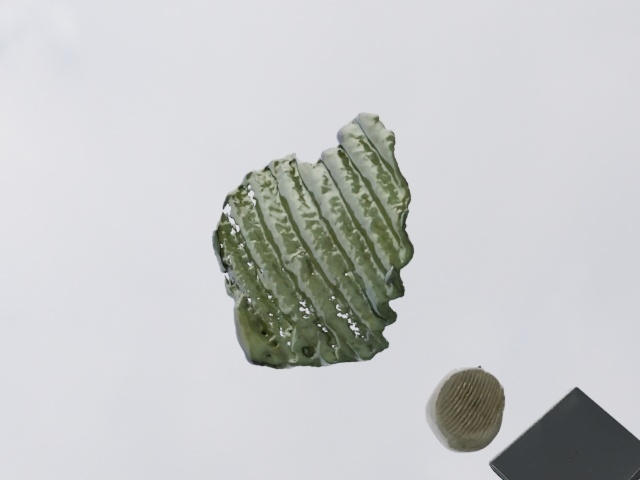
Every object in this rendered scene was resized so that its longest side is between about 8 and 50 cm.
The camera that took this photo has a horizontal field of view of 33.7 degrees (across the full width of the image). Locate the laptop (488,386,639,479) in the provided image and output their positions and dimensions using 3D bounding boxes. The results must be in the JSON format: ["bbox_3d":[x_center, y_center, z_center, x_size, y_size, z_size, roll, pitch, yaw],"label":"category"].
[{"bbox_3d":[0.288,0.251,1.200,0.180,0.129,0.016,-29,-29,-38],"label":"laptop"}]

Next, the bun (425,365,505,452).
[{"bbox_3d":[0.286,0.338,2.115,0.173,0.113,0.166,-24,-95,-23],"label":"bun"}]

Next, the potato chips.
[{"bbox_3d":[0.000,0.008,1.683,0.097,0.373,0.389,16,-121,-52],"label":"potato chips"}]
